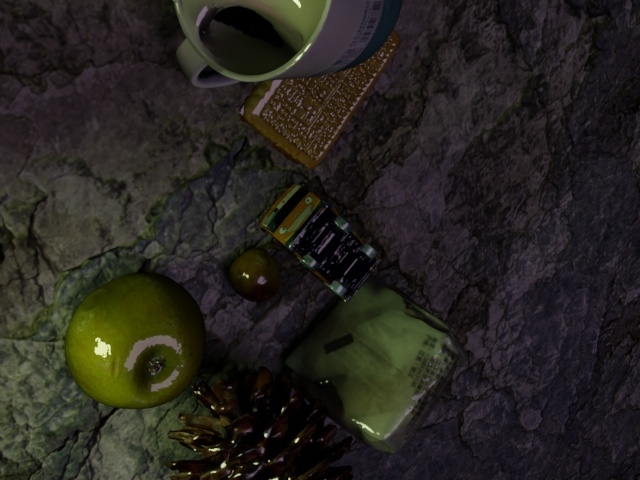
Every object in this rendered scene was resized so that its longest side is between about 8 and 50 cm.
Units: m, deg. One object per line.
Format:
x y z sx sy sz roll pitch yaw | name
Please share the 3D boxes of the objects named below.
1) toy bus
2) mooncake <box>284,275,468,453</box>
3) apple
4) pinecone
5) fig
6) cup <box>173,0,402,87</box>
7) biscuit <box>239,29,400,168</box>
0.000 0.000 1.352 0.098 0.114 0.201 -50 140 -4 | toy bus
0.101 0.208 1.461 0.254 0.250 0.136 -47 141 -11 | mooncake
-0.251 0.143 1.200 0.196 0.157 0.196 -12 114 -29 | apple
-0.094 0.330 1.358 0.296 0.298 0.242 46 56 -14 | pinecone
-0.098 0.044 1.335 0.084 0.082 0.098 18 68 -26 | fig
-0.051 -0.289 1.066 0.289 0.219 0.257 -37 172 31 | cup
0.006 -0.239 1.280 0.254 0.029 0.172 -55 136 1 | biscuit
